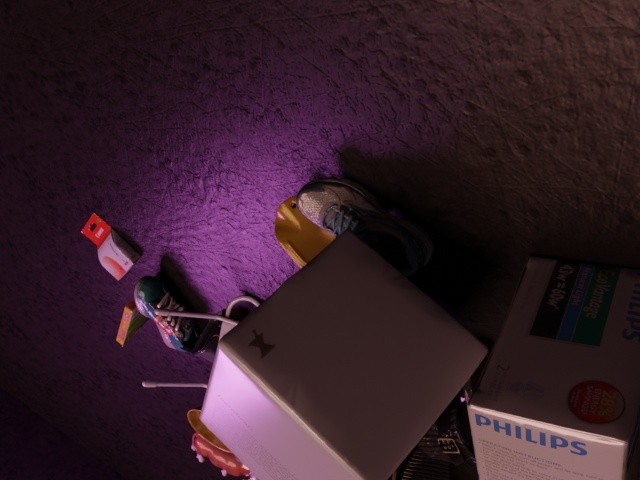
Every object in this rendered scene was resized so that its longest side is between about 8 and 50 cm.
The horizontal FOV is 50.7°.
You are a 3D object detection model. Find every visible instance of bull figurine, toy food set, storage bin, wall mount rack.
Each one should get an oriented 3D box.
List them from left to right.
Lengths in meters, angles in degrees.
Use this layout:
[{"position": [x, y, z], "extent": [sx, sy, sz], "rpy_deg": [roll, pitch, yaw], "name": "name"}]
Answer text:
[{"position": [-0.282, 0.305, 1.747], "extent": [0.304, 0.130, 0.349], "rpy_deg": [15, 101, 14], "name": "wall mount rack"}, {"position": [-0.275, 0.276, 1.864], "extent": [0.091, 0.135, 0.098], "rpy_deg": [37, 143, -17], "name": "storage bin"}, {"position": [-0.335, 0.788, 2.439], "extent": [0.310, 0.101, 0.188], "rpy_deg": [40, 144, -3], "name": "bull figurine"}, {"position": [0.000, 0.000, 1.396], "extent": [0.128, 0.071, 0.218], "rpy_deg": [-39, 91, 14], "name": "toy food set"}]

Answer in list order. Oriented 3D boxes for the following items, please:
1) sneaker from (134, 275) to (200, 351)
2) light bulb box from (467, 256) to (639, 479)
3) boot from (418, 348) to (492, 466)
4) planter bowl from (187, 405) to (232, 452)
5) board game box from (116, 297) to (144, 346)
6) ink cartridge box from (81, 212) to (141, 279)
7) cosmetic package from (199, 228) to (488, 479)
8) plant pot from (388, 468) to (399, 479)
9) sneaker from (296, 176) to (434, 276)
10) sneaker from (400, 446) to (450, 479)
[{"position": [-0.418, 0.214, 1.932], "extent": [0.121, 0.108, 0.302], "rpy_deg": [10, 142, 30], "name": "sneaker"}, {"position": [0.420, 0.280, 1.131], "extent": [0.225, 0.358, 0.361], "rpy_deg": [8, 132, 30], "name": "light bulb box"}, {"position": [0.307, 0.378, 1.504], "extent": [0.260, 0.131, 0.347], "rpy_deg": [6, 119, 52], "name": "boot"}, {"position": [-0.332, 0.608, 2.263], "extent": [0.217, 0.090, 0.217], "rpy_deg": [22, 139, 20], "name": "planter bowl"}, {"position": [-0.546, 0.221, 2.016], "extent": [0.039, 0.124, 0.259], "rpy_deg": [36, 142, 5], "name": "board game box"}, {"position": [-0.610, 0.021, 1.931], "extent": [0.179, 0.045, 0.145], "rpy_deg": [42, 141, -10], "name": "ink cartridge box"}, {"position": [0.019, 0.265, 1.222], "extent": [0.327, 0.329, 0.393], "rpy_deg": [42, 148, 12], "name": "cosmetic package"}, {"position": [0.070, 0.687, 1.858], "extent": [0.367, 0.366, 0.353], "rpy_deg": [11, 146, 30], "name": "plant pot"}, {"position": [0.077, -0.026, 1.264], "extent": [0.283, 0.122, 0.110], "rpy_deg": [27, 118, 8], "name": "sneaker"}, {"position": [0.256, 0.683, 1.773], "extent": [0.123, 0.330, 0.146], "rpy_deg": [13, 177, 5], "name": "sneaker"}]
